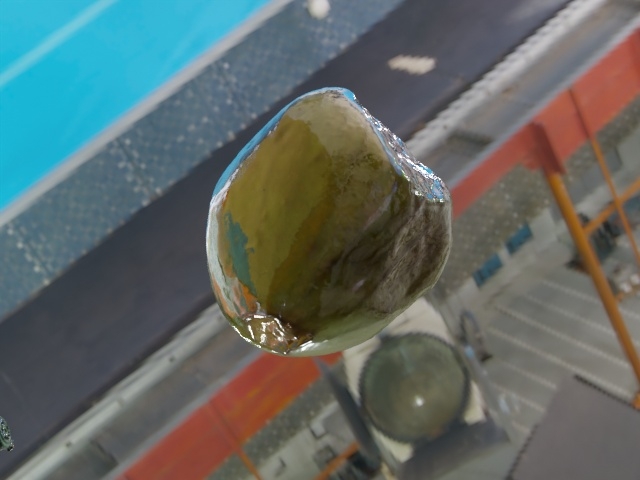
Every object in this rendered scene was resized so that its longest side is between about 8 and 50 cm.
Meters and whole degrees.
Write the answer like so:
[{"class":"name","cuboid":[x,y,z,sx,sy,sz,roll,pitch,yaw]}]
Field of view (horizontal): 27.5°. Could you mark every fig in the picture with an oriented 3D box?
[{"class":"fig","cuboid":[0.000,0.000,0.786,0.166,0.144,0.154,-54,180,-33]}]

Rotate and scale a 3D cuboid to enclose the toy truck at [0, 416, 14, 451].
[{"class":"toy truck","cuboid":[-0.317,0.199,1.102,0.080,0.078,0.154,-15,-142,8]}]
